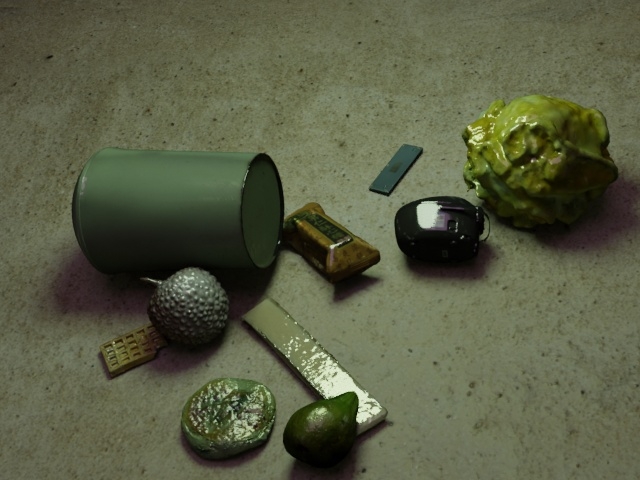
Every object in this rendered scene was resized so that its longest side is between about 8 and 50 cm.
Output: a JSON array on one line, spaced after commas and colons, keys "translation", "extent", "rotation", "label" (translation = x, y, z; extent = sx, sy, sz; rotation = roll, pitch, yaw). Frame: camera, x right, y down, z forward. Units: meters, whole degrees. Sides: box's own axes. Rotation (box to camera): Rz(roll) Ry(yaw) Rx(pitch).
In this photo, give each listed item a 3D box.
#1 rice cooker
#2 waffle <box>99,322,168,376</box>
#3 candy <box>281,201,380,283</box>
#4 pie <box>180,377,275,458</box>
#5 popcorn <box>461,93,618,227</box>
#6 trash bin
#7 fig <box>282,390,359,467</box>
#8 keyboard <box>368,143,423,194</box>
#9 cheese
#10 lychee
[{"translation": [0.257, -0.021, 2.057], "extent": [0.203, 0.142, 0.118], "rotation": [0, 57, 11], "label": "rice cooker"}, {"translation": [-0.385, 0.224, 2.016], "extent": [0.135, 0.021, 0.092], "rotation": [-23, 44, -11], "label": "waffle"}, {"translation": [0.000, 0.000, 2.117], "extent": [0.143, 0.101, 0.271], "rotation": [-25, 40, -22], "label": "candy"}, {"translation": [-0.175, 0.332, 1.849], "extent": [0.186, 0.041, 0.187], "rotation": [-5, 43, 5], "label": "pie"}, {"translation": [0.473, -0.168, 2.085], "extent": [0.312, 0.312, 0.312], "rotation": [-6, 44, 5], "label": "popcorn"}, {"translation": [-0.320, -0.064, 2.092], "extent": [0.432, 0.280, 0.280], "rotation": [1, 45, 18], "label": "trash bin"}, {"translation": [0.010, 0.329, 1.749], "extent": [0.123, 0.123, 0.156], "rotation": [18, 65, 27], "label": "fig"}, {"translation": [0.181, -0.171, 2.312], "extent": [0.055, 0.014, 0.176], "rotation": [18, 51, 28], "label": "keyboard"}, {"translation": [-0.019, 0.241, 1.920], "extent": [0.085, 0.034, 0.400], "rotation": [-30, 48, -23], "label": "cheese"}, {"translation": [-0.278, 0.126, 1.987], "extent": [0.197, 0.165, 0.165], "rotation": [42, 59, 3], "label": "lychee"}]
